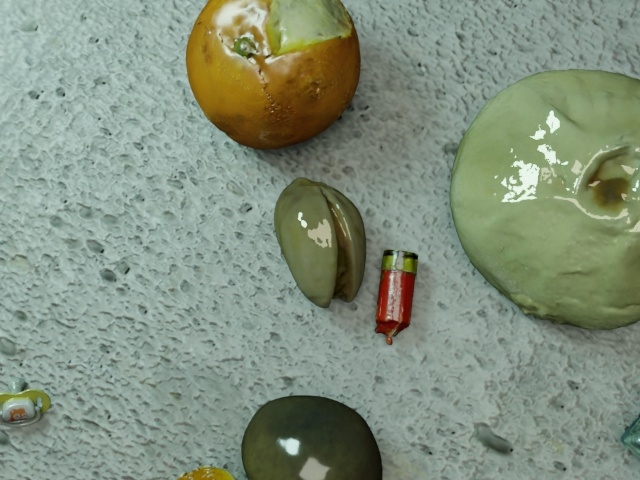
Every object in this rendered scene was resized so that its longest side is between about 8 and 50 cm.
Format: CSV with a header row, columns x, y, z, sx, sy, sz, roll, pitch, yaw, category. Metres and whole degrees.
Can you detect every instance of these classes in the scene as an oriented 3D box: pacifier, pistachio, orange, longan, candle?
x,y,z,sx,sy,sz,roll,pitch,yaw,category
-0.414,0.219,1.137,0.083,0.068,0.064,-6,44,-17,pacifier
0.000,0.000,1.129,0.125,0.124,0.184,-10,85,0,pistachio
-0.063,-0.244,1.119,0.240,0.240,0.239,0,80,2,orange
-0.010,0.279,1.049,0.187,0.167,0.167,22,81,16,longan
0.103,0.079,1.140,0.052,0.052,0.130,7,82,3,candle

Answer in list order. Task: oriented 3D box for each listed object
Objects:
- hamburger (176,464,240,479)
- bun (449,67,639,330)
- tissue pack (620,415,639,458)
x,y,z,sx,sy,sz,roll,pitch,yaw,category
-0.181,0.419,1.003,0.151,0.227,0.295,44,80,-15,hamburger
0.356,-0.066,1.084,0.364,0.202,0.364,-1,81,3,bun
0.579,0.227,1.070,0.228,0.103,0.315,43,83,10,tissue pack
